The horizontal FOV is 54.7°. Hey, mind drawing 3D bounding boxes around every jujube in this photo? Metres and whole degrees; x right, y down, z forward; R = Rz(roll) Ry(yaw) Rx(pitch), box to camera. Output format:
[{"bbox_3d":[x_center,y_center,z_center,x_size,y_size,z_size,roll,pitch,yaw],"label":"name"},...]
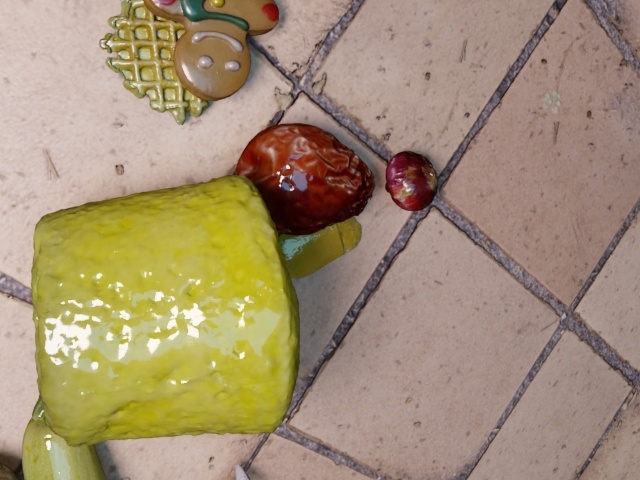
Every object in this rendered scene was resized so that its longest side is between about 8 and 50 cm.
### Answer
[{"bbox_3d":[-0.016,-0.089,0.952,0.236,0.168,0.168,6,99,-46],"label":"jujube"}]

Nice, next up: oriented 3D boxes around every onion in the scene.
[{"bbox_3d":[0.153,-0.101,1.059,0.107,0.097,0.107,24,55,-39],"label":"onion"}]

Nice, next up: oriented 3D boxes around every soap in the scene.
[{"bbox_3d":[0.000,0.000,1.039,0.168,0.033,0.089,-29,115,-18],"label":"soap"}]

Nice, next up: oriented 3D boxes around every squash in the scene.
[{"bbox_3d":[-0.380,0.331,0.908,0.137,0.137,0.287,-13,93,-22],"label":"squash"}]

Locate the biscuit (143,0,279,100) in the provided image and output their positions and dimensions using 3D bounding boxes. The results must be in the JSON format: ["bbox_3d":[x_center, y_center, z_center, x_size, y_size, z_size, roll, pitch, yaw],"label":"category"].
[{"bbox_3d":[-0.146,-0.346,0.855,0.197,0.049,0.301,1,92,-26],"label":"biscuit"}]

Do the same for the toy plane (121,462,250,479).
[{"bbox_3d":[-0.250,0.455,1.010,0.182,0.107,0.273,40,57,14],"label":"toy plane"}]

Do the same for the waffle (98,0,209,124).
[{"bbox_3d":[-0.208,-0.266,0.877,0.169,0.036,0.183,-49,115,-11],"label":"waffle"}]

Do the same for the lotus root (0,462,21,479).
[{"bbox_3d":[-0.557,0.345,0.797,0.322,0.140,0.158,16,77,-22],"label":"lotus root"}]

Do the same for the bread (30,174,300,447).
[{"bbox_3d":[-0.199,0.103,0.806,0.307,0.348,0.348,-11,106,-17],"label":"bread"}]
